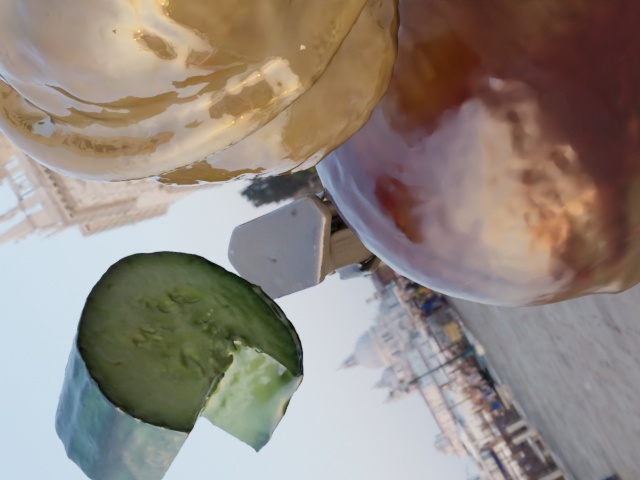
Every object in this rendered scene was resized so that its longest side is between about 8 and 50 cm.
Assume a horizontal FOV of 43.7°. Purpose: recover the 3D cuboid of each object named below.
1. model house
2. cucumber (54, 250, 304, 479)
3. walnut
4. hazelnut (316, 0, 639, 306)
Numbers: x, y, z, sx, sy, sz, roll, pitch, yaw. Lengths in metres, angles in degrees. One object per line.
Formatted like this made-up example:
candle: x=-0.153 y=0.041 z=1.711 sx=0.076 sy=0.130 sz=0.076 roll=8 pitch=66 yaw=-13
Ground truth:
model house: x=-0.002 y=0.007 z=1.146 sx=0.188 sy=0.229 sz=0.122 roll=-8 pitch=-101 yaw=-42
cucumber: x=-0.128 y=0.106 z=0.663 sx=0.191 sy=0.130 sz=0.191 roll=16 pitch=-152 yaw=-9
walnut: x=-0.086 y=-0.164 z=0.477 sx=0.296 sy=0.285 sz=0.285 roll=36 pitch=-156 yaw=-59
hazelnut: x=0.194 y=-0.132 z=0.796 sx=0.352 sy=0.421 sz=0.421 roll=86 pitch=160 yaw=-59
